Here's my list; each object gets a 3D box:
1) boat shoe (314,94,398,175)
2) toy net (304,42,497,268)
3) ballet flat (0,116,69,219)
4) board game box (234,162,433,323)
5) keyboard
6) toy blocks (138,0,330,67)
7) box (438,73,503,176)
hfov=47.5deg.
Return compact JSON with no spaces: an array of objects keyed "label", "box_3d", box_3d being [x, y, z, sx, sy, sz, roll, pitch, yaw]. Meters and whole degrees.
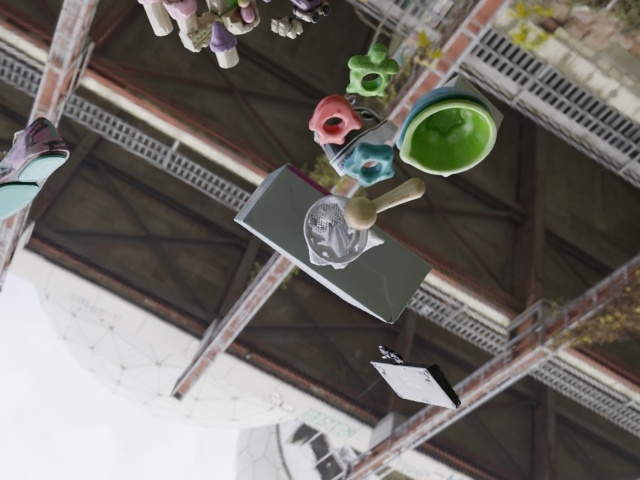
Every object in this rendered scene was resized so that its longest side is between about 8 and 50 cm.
[{"label":"boat shoe","box_3d":[0.055,-0.191,1.295,0.105,0.113,0.306,48,-156,-1]},{"label":"toy net","box_3d":[0.034,-0.042,0.583,0.122,0.232,0.045,13,-135,-21]},{"label":"ballet flat","box_3d":[-0.433,-0.106,1.048,0.076,0.221,0.079,-2,-113,-48]},{"label":"board game box","box_3d":[0.000,0.000,1.007,0.224,0.303,0.098,36,-95,-9]},{"label":"keyboard","box_3d":[0.132,0.195,1.072,0.023,0.180,0.108,-43,-80,-21]},{"label":"toy blocks","box_3d":[-0.194,-0.541,1.427,0.288,0.260,0.309,-40,-126,-21]},{"label":"box","box_3d":[0.200,-0.173,1.100,0.101,0.102,0.087,40,-126,-16]}]
